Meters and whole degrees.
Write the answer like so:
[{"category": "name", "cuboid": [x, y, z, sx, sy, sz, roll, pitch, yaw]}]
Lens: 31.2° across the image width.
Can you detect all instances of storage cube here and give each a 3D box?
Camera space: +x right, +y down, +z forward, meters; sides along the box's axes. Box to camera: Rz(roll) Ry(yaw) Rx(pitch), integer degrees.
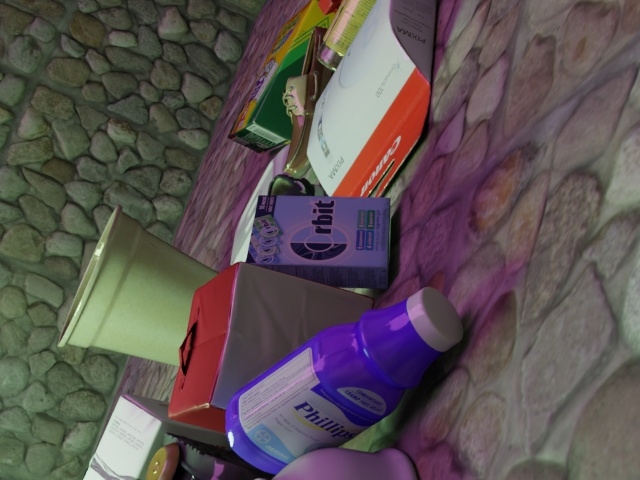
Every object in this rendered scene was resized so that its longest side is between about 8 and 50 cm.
[{"category": "storage cube", "cuboid": [-0.062, 0.150, 1.443, 0.193, 0.215, 0.184, 148, 136, -66]}]

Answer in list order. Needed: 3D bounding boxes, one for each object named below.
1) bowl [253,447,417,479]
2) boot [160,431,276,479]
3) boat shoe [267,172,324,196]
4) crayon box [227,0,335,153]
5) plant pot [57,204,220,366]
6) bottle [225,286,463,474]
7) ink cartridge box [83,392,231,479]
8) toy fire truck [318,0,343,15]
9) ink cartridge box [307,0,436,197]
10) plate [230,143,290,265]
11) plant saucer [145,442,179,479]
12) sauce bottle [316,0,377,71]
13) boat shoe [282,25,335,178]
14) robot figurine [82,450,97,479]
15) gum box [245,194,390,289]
[{"category": "bowl", "cuboid": [-0.027, 0.329, 1.160, 0.298, 0.134, 0.298, -60, 13, 25]}, {"category": "boot", "cuboid": [-0.214, 0.513, 1.625, 0.367, 0.146, 0.445, 165, 123, -76]}, {"category": "boat shoe", "cuboid": [-0.044, -0.041, 1.981, 0.114, 0.091, 0.302, -65, 13, 9]}, {"category": "crayon box", "cuboid": [-0.081, -0.373, 2.670, 0.313, 0.106, 0.363, -65, 13, -6]}, {"category": "plant pot", "cuboid": [-0.371, 0.133, 2.523, 0.334, 0.305, 0.334, -61, 13, 25]}, {"category": "bottle", "cuboid": [0.026, 0.150, 1.222, 0.283, 0.118, 0.092, -37, 37, 28]}, {"category": "ink cartridge box", "cuboid": [-0.281, 0.407, 1.875, 0.114, 0.197, 0.273, 22, 88, 38]}, {"category": "toy fire truck", "cuboid": [0.068, -0.429, 2.197, 0.192, 0.135, 0.047, -28, -11, -32]}, {"category": "ink cartridge box", "cuboid": [0.067, -0.194, 1.807, 0.308, 0.091, 0.385, -55, 16, 41]}, {"category": "plate", "cuboid": [-0.128, -0.054, 2.457, 0.277, 0.045, 0.278, -61, 13, 25]}, {"category": "plant saucer", "cuboid": [-0.227, 0.324, 1.625, 0.083, 0.015, 0.083, -47, 28, 35]}, {"category": "sauce bottle", "cuboid": [0.114, -0.450, 2.021, 0.344, 0.111, 0.111, -60, 14, 21]}, {"category": "boat shoe", "cuboid": [-0.022, -0.274, 2.245, 0.123, 0.116, 0.324, -36, 32, 66]}, {"category": "robot figurine", "cuboid": [-0.389, 0.523, 2.226, 0.209, 0.173, 0.278, -13, 45, 29]}, {"category": "gum box", "cuboid": [0.000, 0.000, 1.527, 0.157, 0.184, 0.041, -84, -5, -53]}]
